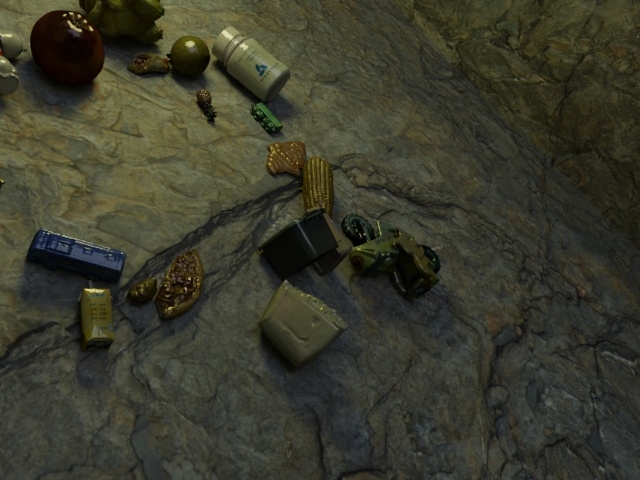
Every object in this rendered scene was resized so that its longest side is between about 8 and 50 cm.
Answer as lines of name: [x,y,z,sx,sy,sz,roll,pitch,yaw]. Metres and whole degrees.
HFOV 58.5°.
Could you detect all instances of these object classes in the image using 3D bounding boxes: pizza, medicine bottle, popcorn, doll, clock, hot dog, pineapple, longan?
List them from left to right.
doll: [-0.995,-0.570,1.702,0.208,0.144,0.271,18,43,-33]
popcorn: [-0.683,-0.855,2.008,0.290,0.321,0.325,-16,48,-40]
hot dog: [-0.616,-0.646,2.066,0.169,0.061,0.078,-20,67,-42]
pizza: [-0.389,0.120,1.610,0.127,0.058,0.246,34,42,-5]
longan: [-0.498,-0.688,2.132,0.176,0.145,0.155,0,5,11]
pineapple: [-0.415,-0.489,2.083,0.058,0.058,0.124,-5,64,-36]
medicine bottle: [-0.275,-0.696,2.255,0.293,0.170,0.170,39,44,1]
clock: [0.000,0.000,1.897,0.071,0.147,0.192,-24,71,-42]

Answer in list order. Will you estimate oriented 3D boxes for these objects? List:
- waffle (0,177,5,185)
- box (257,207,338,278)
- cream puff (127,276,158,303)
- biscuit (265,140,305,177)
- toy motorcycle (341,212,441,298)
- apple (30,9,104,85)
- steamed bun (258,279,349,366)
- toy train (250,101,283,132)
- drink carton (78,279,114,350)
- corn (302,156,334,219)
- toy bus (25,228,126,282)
waffle: [-0.938,-0.225,1.541,0.125,0.032,0.191,-8,63,-36]
box: [-0.064,0.015,1.792,0.163,0.243,0.135,-27,86,-44]
cream puff: [-0.473,0.138,1.535,0.083,0.083,0.058,-100,164,-81]
biscuit: [-0.124,-0.316,2.153,0.162,0.035,0.250,42,42,-3]
toy motorcycle: [0.251,0.055,2.004,0.410,0.169,0.237,23,48,-17]
apple: [-0.797,-0.615,1.818,0.230,0.230,0.230,18,48,-21]
steamed bun: [-0.058,0.233,1.658,0.225,0.200,0.170,46,5,10]
toy train: [-0.213,-0.477,2.214,0.148,0.038,0.071,49,42,11]
drink carton: [-0.567,0.174,1.441,0.084,0.074,0.200,2,57,-32]
corn: [-0.007,-0.177,2.060,0.119,0.119,0.322,13,55,-25]
toy bus: [-0.632,0.038,1.490,0.236,0.094,0.079,18,48,-21]
